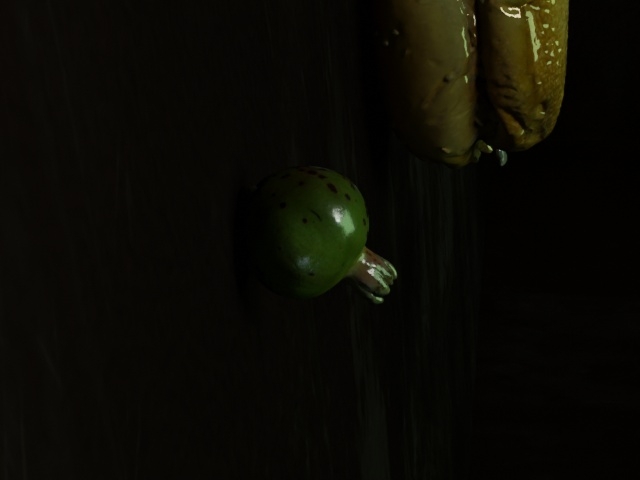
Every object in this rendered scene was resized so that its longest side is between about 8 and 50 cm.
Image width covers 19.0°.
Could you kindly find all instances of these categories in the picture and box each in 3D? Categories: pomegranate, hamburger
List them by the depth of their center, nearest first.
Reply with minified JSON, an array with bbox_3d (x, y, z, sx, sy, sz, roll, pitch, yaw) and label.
[{"bbox_3d":[0.001,-0.004,1.001,0.073,0.084,0.073,-174,-90,-90],"label":"pomegranate"},{"bbox_3d":[0.130,-0.209,1.641,0.290,0.170,0.314,-50,139,-73],"label":"hamburger"}]
